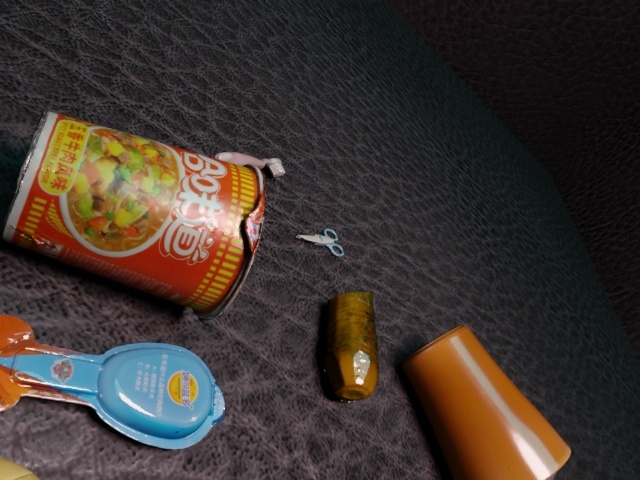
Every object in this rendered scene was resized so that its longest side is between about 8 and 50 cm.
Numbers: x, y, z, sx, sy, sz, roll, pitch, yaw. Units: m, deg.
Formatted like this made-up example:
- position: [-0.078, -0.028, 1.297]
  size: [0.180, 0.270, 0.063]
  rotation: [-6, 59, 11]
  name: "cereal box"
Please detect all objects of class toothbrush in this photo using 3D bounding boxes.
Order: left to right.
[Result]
- position: [-0.096, -0.111, 0.727]
  size: [0.030, 0.025, 0.307]
  rotation: [63, 11, -2]
  name: "toothbrush"

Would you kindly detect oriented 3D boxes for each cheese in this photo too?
- position: [-0.198, 0.135, 0.467]
  size: [0.256, 0.037, 0.106]
  rotation: [25, 42, -35]
  name: "cheese"

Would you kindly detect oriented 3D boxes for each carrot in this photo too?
- position: [0.044, 0.146, 0.720]
  size: [0.082, 0.082, 0.173]
  rotation: [32, 39, -31]
  name: "carrot"

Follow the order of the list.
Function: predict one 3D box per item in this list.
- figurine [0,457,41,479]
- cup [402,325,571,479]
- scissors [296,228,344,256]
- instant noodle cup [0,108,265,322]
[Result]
- position: [-0.244, 0.229, 0.179]
  size: [0.222, 0.124, 0.324]
  rotation: [37, 43, 1]
  name: "figurine"
- position: [0.258, 0.287, 0.812]
  size: [0.264, 0.182, 0.226]
  rotation: [60, 0, 19]
  name: "cup"
- position: [0.000, 0.000, 0.851]
  size: [0.119, 0.014, 0.058]
  rotation: [8, 54, -53]
  name: "scissors"
- position: [-0.191, -0.031, 0.506]
  size: [0.212, 0.193, 0.193]
  rotation: [20, 46, -30]
  name: "instant noodle cup"
